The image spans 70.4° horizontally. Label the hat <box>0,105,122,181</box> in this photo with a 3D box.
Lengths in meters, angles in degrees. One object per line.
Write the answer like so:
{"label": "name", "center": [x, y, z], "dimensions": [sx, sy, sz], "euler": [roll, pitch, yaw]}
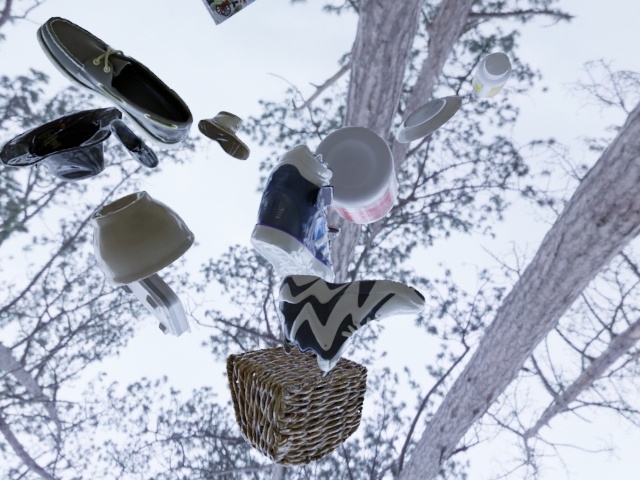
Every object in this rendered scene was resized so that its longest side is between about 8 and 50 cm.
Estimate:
{"label": "hat", "center": [-0.658, -0.235, 1.207], "dimensions": [0.332, 0.133, 0.331], "euler": [-9, -142, 7]}

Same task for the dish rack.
{"label": "dish rack", "center": [-0.532, 0.149, 1.377], "dimensions": [0.333, 0.285, 0.072], "euler": [40, -121, 18]}

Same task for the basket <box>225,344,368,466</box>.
{"label": "basket", "center": [-0.064, 0.389, 1.100], "dimensions": [0.223, 0.213, 0.299], "euler": [11, -174, 42]}

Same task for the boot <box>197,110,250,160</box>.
{"label": "boot", "center": [-0.320, -0.390, 1.661], "dimensions": [0.213, 0.077, 0.165], "euler": [35, -145, -1]}

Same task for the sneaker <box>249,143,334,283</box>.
{"label": "sneaker", "center": [-0.017, -0.048, 0.907], "dimensions": [0.130, 0.323, 0.236], "euler": [13, -107, 21]}

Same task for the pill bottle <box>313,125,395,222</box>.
{"label": "pill bottle", "center": [0.122, -0.177, 1.410], "dimensions": [0.229, 0.408, 0.228], "euler": [-2, -98, 12]}

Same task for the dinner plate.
{"label": "dinner plate", "center": [0.204, -0.239, 0.873], "dimensions": [0.141, 0.017, 0.141], "euler": [-30, -153, 17]}

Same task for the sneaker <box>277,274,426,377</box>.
{"label": "sneaker", "center": [0.046, 0.140, 0.713], "dimensions": [0.235, 0.094, 0.153], "euler": [6, -109, -6]}

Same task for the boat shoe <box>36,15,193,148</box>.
{"label": "boat shoe", "center": [-0.371, -0.303, 0.845], "dimensions": [0.305, 0.091, 0.109], "euler": [40, -127, -21]}

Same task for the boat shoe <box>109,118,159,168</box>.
{"label": "boat shoe", "center": [-0.420, -0.212, 1.028], "dimensions": [0.049, 0.142, 0.040], "euler": [-42, -138, -5]}

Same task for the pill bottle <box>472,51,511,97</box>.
{"label": "pill bottle", "center": [0.231, -0.223, 0.609], "dimensions": [0.043, 0.043, 0.083], "euler": [17, -174, 10]}

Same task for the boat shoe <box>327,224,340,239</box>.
{"label": "boat shoe", "center": [0.000, 0.000, 1.477], "dimensions": [0.075, 0.206, 0.064], "euler": [17, -110, -26]}

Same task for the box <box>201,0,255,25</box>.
{"label": "box", "center": [-0.244, -0.746, 1.285], "dimensions": [0.233, 0.159, 0.044], "euler": [-40, -148, -12]}

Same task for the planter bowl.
{"label": "planter bowl", "center": [-0.309, -0.016, 0.758], "dimensions": [0.162, 0.109, 0.162], "euler": [-19, -155, 9]}
